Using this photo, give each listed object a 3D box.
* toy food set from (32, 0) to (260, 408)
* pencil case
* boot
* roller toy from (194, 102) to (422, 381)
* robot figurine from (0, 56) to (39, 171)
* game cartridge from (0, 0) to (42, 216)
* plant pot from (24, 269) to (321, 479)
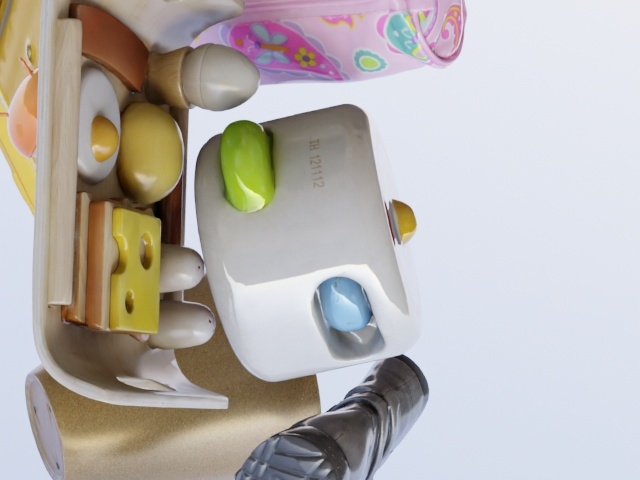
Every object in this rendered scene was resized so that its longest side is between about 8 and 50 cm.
[{"bbox_3d":[-0.105,-0.039,1.090,0.092,0.306,0.220,-1,174,17],"label":"toy food set"},{"bbox_3d":[-0.028,-0.182,1.264,0.284,0.124,0.124,-1,-165,26],"label":"pencil case"},{"bbox_3d":[-0.034,0.256,1.459,0.118,0.338,0.222,48,-149,7],"label":"boot"},{"bbox_3d":[0.000,0.000,1.180,0.146,0.191,0.209,-13,180,7],"label":"roller toy"},{"bbox_3d":[-0.265,-0.128,1.840,0.219,0.128,0.158,28,165,-8],"label":"robot figurine"},{"bbox_3d":[-0.424,-0.217,2.339,0.052,0.324,0.285,-5,-133,9],"label":"game cartridge"},{"bbox_3d":[-0.164,0.160,1.637,0.254,0.237,0.237,-16,-135,-23],"label":"plant pot"}]
